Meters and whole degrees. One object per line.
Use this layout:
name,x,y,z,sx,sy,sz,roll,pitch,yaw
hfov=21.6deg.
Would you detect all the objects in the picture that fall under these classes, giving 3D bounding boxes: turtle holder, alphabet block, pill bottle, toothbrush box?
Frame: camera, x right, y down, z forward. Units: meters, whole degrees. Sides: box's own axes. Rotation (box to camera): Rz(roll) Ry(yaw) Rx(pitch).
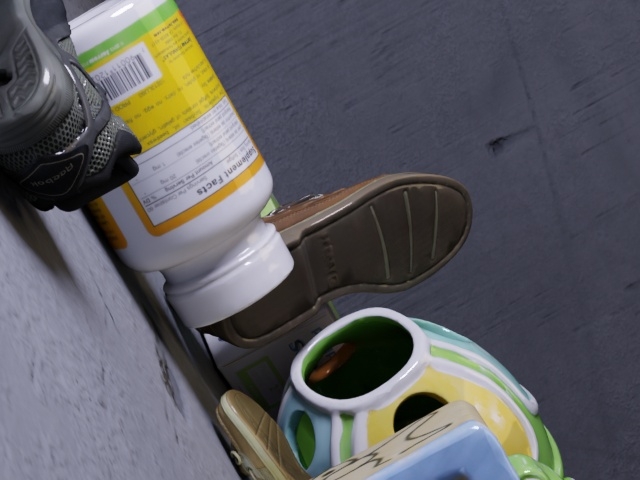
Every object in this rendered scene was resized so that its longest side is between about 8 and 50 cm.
turtle holder,0.082,0.200,1.452,0.320,0.243,0.227,-101,165,-60
alphabet block,0.075,0.242,1.192,0.193,0.192,0.197,63,2,1
pill bottle,-0.121,-0.062,1.284,0.246,0.136,0.136,61,1,-14
toothbrush box,-0.053,0.066,1.689,0.283,0.122,0.206,60,0,45

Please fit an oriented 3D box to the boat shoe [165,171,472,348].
boat shoe,0.000,0.000,1.504,0.104,0.307,0.111,17,-62,48

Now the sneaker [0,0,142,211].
sneaker,-0.179,-0.102,1.036,0.130,0.087,0.227,63,2,-45

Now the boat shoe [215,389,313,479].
boat shoe,-0.041,0.186,1.323,0.153,0.048,0.056,54,15,-20
